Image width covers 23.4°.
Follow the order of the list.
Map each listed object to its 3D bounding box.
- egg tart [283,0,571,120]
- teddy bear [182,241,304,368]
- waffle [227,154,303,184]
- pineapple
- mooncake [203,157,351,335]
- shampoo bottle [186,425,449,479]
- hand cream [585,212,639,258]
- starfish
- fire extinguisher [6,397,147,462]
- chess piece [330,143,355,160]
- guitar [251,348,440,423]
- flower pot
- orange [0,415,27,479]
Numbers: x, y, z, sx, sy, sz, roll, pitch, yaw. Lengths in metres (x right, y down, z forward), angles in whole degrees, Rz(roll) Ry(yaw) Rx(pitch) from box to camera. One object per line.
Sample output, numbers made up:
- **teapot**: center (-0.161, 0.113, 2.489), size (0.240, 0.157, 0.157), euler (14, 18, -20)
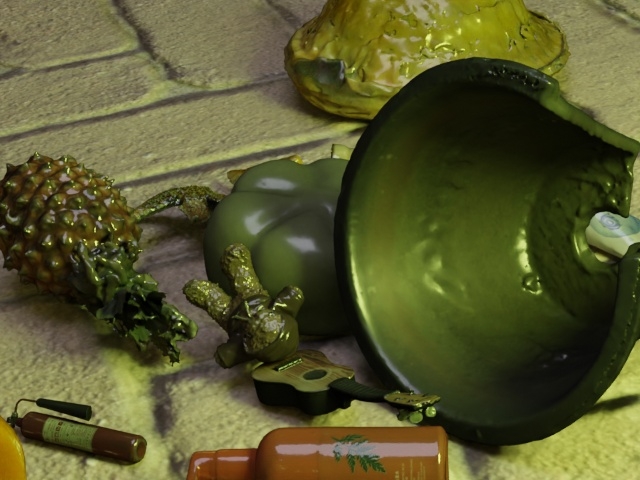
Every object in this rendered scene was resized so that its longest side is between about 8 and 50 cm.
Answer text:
- **egg tart**: center (0.162, -0.323, 2.333), size (0.443, 0.178, 0.443), euler (-3, 27, 1)
- **teddy bear**: center (-0.074, 0.084, 1.669), size (0.119, 0.078, 0.160), euler (-40, 45, -5)
- **waffle**: center (-0.052, -0.049, 2.015), size (0.032, 0.125, 0.191), euler (-40, 13, -25)
- **pineapple**: center (-0.258, 0.022, 1.787), size (0.175, 0.175, 0.361), euler (-23, 39, -30)
- **mooncake**: center (0.000, 0.000, 1.802), size (0.275, 0.135, 0.275), euler (-1, 30, 1)
- **shampoo bottle**: center (-0.002, 0.215, 1.445), size (0.244, 0.085, 0.085), euler (-3, 28, 7)
- **hand cream**: center (0.366, -0.005, 1.839), size (0.142, 0.053, 0.084), euler (26, 39, 30)
- **starfish**: center (-0.168, -0.040, 1.970), size (0.208, 0.053, 0.176), euler (-7, 15, -16)
- **fire extinguisher**: center (-0.257, 0.189, 1.576), size (0.173, 0.049, 0.035), euler (8, 38, 25)
- **chess piece**: center (0.108, -0.071, 1.983), size (0.200, 0.090, 0.090), euler (6, 28, -2)
- **guitar**: center (0.030, 0.153, 1.540), size (0.084, 0.038, 0.271), euler (-25, 18, -31)
- **flower pot**: center (0.221, 0.009, 1.587), size (0.379, 0.379, 0.251), euler (19, 17, 39)
- **orange**: center (-0.387, 0.228, 1.380), size (0.249, 0.183, 0.249), euler (-3, 28, 1)
